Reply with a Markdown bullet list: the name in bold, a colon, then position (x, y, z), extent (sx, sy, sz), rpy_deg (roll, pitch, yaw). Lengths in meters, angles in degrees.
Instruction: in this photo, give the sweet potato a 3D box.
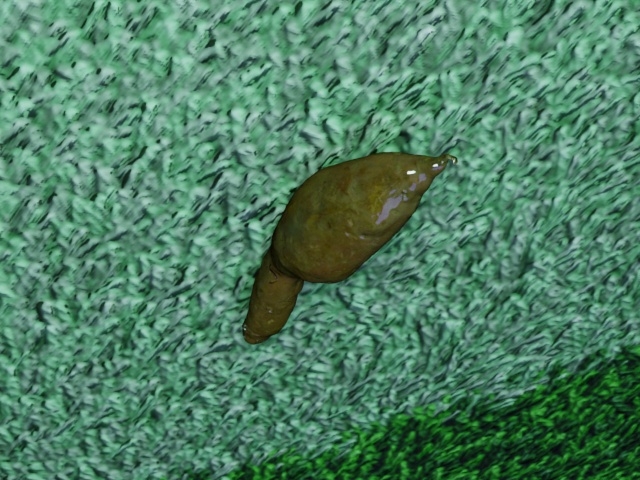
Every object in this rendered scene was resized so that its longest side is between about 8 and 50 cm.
- **sweet potato**: position (-0.003, 0.000, 1.068), extent (0.074, 0.075, 0.269), rpy_deg (11, 144, -30)
